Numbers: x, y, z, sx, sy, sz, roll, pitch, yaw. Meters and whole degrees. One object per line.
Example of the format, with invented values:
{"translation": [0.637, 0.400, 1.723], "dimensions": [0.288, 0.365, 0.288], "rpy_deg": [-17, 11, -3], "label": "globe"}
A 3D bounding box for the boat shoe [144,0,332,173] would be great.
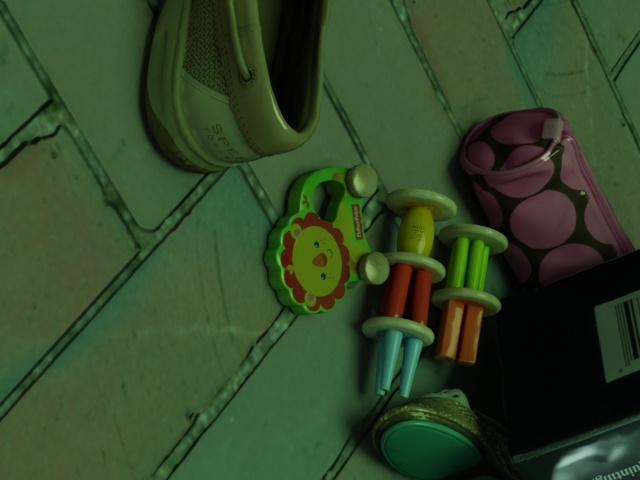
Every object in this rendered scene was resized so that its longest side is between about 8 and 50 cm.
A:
{"translation": [-0.028, -0.211, 1.185], "dimensions": [0.122, 0.110, 0.341], "rpy_deg": [19, 70, -47], "label": "boat shoe"}

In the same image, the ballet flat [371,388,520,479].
{"translation": [0.101, 0.149, 1.326], "dimensions": [0.206, 0.073, 0.067], "rpy_deg": [40, 35, -45], "label": "ballet flat"}

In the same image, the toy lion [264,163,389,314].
{"translation": [0.000, 0.000, 1.251], "dimensions": [0.096, 0.034, 0.100], "rpy_deg": [-6, 88, -42], "label": "toy lion"}

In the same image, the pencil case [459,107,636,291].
{"translation": [0.193, -0.006, 1.425], "dimensions": [0.209, 0.098, 0.095], "rpy_deg": [57, 46, -26], "label": "pencil case"}

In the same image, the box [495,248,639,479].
{"translation": [0.345, 0.195, 1.367], "dimensions": [0.395, 0.293, 0.212], "rpy_deg": [61, 16, -27], "label": "box"}

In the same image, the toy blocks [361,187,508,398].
{"translation": [0.082, 0.052, 1.318], "dimensions": [0.123, 0.054, 0.148], "rpy_deg": [31, 62, -44], "label": "toy blocks"}
